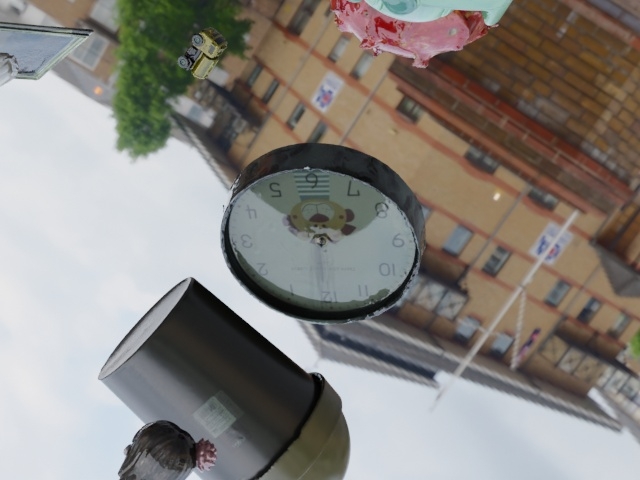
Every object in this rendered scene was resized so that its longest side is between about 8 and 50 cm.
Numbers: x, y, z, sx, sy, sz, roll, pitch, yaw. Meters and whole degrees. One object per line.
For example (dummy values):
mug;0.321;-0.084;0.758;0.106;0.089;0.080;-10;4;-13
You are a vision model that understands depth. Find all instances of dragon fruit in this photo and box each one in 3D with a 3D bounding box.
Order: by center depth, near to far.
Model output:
dragon fruit;0.138;-0.327;1.120;0.268;0.210;0.205;-6;-166;4

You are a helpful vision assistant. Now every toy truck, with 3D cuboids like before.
toy truck;-0.199;-0.324;1.517;0.054;0.083;0.049;41;-150;0

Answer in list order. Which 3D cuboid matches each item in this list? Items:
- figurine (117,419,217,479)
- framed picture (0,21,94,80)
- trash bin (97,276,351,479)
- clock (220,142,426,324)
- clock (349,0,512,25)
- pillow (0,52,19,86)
figurine;-0.150;0.216;0.761;0.072;0.129;0.054;34;177;4
framed picture;-0.513;-0.307;1.451;0.197;0.014;0.252;-4;174;-37
trash bin;-0.107;0.221;1.141;0.334;0.214;0.214;43;-170;-11
clock;0.000;-0.002;1.313;0.313;0.312;0.061;30;-142;-13
clock;0.090;-0.280;0.858;0.189;0.060;0.148;-4;-112;-15
pillow;-0.488;-0.179;1.098;0.038;0.233;0.131;67;167;0
